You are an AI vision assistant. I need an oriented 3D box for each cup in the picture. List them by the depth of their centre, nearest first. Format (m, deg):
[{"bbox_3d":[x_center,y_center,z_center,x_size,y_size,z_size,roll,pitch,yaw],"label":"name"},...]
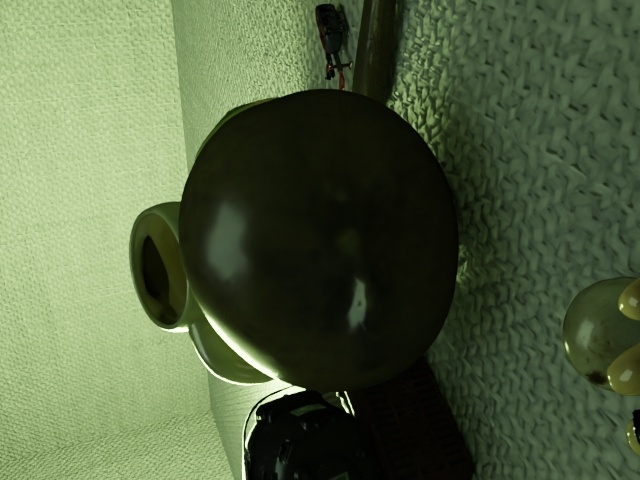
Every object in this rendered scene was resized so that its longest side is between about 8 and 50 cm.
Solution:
[{"bbox_3d":[-0.112,0.049,0.869,0.255,0.202,0.173,44,127,34],"label":"cup"}]

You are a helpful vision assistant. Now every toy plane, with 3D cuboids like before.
[{"bbox_3d":[0.016,-0.280,0.909,0.060,0.037,0.145,126,132,-70],"label":"toy plane"}]

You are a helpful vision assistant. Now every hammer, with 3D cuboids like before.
[{"bbox_3d":[0.076,-0.339,0.695,0.168,0.044,0.440,-118,24,-45],"label":"hammer"}]

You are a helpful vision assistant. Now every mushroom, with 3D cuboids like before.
[{"bbox_3d":[0.218,0.065,0.467,0.079,0.085,0.085,-36,-60,-72],"label":"mushroom"}]

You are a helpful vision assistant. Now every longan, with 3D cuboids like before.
[{"bbox_3d":[0.000,0.000,0.698,0.319,0.319,0.319,170,90,-71],"label":"longan"}]

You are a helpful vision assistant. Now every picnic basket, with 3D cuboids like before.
[{"bbox_3d":[0.082,0.243,0.853,0.222,0.129,0.297,103,150,-52],"label":"picnic basket"}]

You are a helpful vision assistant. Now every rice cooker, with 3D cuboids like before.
[{"bbox_3d":[-0.009,0.260,0.705,0.118,0.142,0.203,-12,91,60],"label":"rice cooker"}]

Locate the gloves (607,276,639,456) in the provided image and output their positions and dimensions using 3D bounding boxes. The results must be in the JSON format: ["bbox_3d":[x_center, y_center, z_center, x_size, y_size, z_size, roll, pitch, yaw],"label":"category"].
[{"bbox_3d":[0.234,0.065,0.282,0.301,0.152,0.197,100,174,-60],"label":"gloves"}]

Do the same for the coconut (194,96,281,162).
[{"bbox_3d":[-0.096,-0.124,1.063,0.236,0.204,0.236,58,169,17],"label":"coconut"}]
